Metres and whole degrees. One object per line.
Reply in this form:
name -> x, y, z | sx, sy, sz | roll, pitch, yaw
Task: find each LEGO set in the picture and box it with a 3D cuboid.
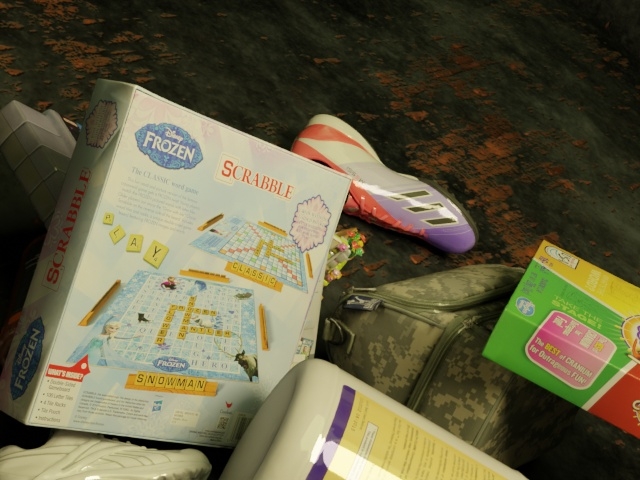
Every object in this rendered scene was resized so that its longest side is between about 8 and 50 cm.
LEGO set -> 0.000, 0.000, 1.503 | 0.287, 0.107, 0.132 | 14, 46, -49

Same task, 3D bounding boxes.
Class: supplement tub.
supplement tub -> -0.275, 0.086, 1.186 | 0.106, 0.106, 0.198 | 23, 35, -18
supplement tub -> 0.069, 0.291, 1.108 | 0.331, 0.241, 0.241 | 31, 33, -6

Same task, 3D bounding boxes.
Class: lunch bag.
lunch bag -> 0.178, 0.144, 1.442 | 0.256, 0.212, 0.305 | 35, 28, 32

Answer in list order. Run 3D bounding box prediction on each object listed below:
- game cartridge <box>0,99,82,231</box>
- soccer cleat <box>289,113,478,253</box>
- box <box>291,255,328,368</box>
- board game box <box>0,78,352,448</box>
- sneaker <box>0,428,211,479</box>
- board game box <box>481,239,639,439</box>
game cartridge -> -0.205, -0.022, 1.301 | 0.230, 0.068, 0.355 | 58, 14, 25
soccer cleat -> 0.091, -0.061, 1.725 | 0.318, 0.108, 0.116 | 36, 53, -3
box -> -0.065, 0.096, 1.300 | 0.145, 0.186, 0.038 | -2, 14, -43
board game box -> -0.132, 0.040, 1.137 | 0.066, 0.318, 0.319 | 17, -2, 42
sneaker -> -0.211, 0.215, 1.097 | 0.232, 0.090, 0.115 | 1, 42, -42
board game box -> 0.358, 0.132, 1.285 | 0.316, 0.064, 0.242 | 27, 26, 10
